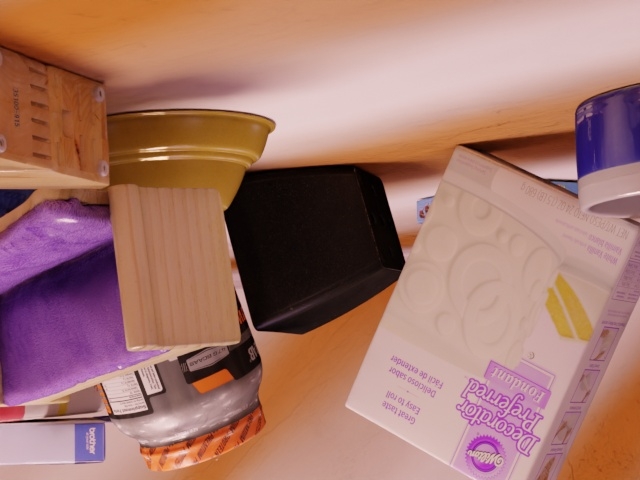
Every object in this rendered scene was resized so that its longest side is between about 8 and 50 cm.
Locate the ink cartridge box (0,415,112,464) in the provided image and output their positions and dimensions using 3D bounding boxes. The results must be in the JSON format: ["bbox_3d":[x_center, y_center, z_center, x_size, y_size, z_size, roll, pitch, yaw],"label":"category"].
[{"bbox_3d":[-0.396,0.263,2.002,0.311,0.065,0.186,-2,176,-15],"label":"ink cartridge box"}]

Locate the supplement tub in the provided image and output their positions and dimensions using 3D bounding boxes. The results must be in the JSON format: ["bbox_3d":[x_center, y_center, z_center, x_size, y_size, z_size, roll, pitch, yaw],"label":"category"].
[{"bbox_3d":[-0.187,0.096,1.789,0.193,0.316,0.193,-19,-172,3],"label":"supplement tub"}]

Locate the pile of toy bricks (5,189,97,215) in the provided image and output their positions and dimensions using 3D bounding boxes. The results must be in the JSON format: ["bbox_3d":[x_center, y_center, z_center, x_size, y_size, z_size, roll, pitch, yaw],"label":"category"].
[{"bbox_3d":[-0.292,-0.013,1.649,0.212,0.118,0.105,-18,123,30],"label":"pile of toy bricks"}]

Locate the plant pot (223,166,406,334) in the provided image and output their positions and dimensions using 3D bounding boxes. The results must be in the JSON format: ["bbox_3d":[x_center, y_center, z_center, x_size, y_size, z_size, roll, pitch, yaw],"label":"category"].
[{"bbox_3d":[0.000,0.000,1.865,0.167,0.187,0.188,-19,170,16],"label":"plant pot"}]

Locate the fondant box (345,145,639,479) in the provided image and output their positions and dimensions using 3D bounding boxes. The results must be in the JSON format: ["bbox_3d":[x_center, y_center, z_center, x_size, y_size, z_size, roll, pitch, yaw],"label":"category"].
[{"bbox_3d":[0.203,0.091,1.706,0.238,0.330,0.096,27,-170,29],"label":"fondant box"}]

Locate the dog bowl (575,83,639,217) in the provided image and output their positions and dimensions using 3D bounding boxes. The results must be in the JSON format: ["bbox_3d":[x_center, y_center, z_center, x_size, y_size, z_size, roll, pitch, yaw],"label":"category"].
[{"bbox_3d":[0.384,-0.089,1.497,0.265,0.104,0.265,-3,174,0],"label":"dog bowl"}]

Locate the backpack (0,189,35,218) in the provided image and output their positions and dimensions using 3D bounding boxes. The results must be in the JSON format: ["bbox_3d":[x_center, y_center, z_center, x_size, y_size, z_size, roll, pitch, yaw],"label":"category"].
[{"bbox_3d":[-0.334,-0.057,1.454,0.098,0.101,0.120,1,180,42],"label":"backpack"}]

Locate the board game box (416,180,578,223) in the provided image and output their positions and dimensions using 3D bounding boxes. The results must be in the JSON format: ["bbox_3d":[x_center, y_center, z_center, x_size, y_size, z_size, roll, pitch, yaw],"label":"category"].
[{"bbox_3d":[0.259,-0.050,2.119,0.160,0.039,0.211,1,172,-33],"label":"board game box"}]

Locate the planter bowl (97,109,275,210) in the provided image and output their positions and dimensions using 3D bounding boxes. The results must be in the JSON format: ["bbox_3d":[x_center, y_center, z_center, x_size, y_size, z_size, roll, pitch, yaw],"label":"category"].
[{"bbox_3d":[-0.150,-0.065,1.510,0.217,0.090,0.217,-4,174,0],"label":"planter bowl"}]

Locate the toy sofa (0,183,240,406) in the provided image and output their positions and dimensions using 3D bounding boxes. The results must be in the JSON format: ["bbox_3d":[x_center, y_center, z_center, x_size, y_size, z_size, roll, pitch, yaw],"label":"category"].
[{"bbox_3d":[-0.248,0.062,1.451,0.177,0.150,0.362,0,166,-38],"label":"toy sofa"}]

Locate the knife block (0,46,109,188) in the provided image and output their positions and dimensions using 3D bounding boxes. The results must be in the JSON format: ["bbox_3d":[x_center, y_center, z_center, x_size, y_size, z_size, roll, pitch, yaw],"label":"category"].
[{"bbox_3d":[-0.328,-0.088,1.205,0.242,0.088,0.275,-5,174,20],"label":"knife block"}]

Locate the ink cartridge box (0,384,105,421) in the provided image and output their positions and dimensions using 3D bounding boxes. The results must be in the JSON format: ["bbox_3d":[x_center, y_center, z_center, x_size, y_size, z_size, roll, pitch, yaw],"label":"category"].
[{"bbox_3d":[-0.417,0.096,1.993,0.160,0.279,0.384,-4,174,12],"label":"ink cartridge box"}]
